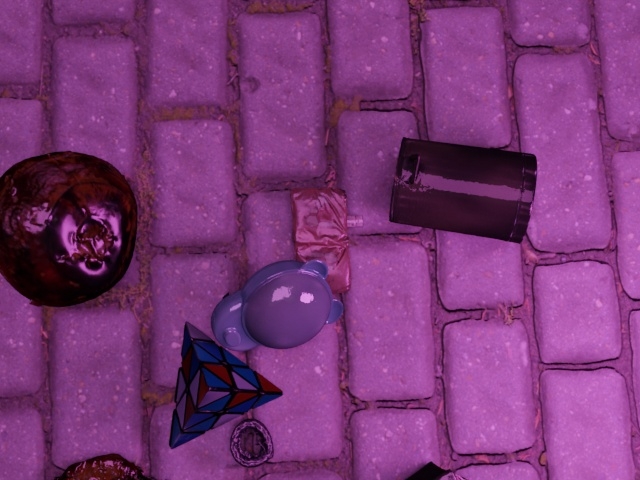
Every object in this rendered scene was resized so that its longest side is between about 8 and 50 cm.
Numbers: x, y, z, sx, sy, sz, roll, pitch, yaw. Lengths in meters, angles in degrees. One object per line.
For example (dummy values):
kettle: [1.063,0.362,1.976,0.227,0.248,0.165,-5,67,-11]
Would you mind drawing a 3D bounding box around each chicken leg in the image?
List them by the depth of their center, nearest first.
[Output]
chicken leg: [-0.453,0.520,1.833,0.253,0.051,0.106,2,87,-4]

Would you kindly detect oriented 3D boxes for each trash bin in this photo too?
trash bin: [0.315,-0.113,1.888,0.301,0.252,0.203,9,77,5]

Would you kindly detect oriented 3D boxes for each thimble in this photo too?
thimble: [-0.154,0.449,1.855,0.095,0.066,0.104,-31,82,-9]

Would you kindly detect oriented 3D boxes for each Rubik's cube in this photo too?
Rubik's cube: [-0.230,0.274,1.874,0.250,0.284,0.234,-11,58,-30]

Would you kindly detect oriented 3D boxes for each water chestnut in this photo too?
water chestnut: [-0.566,-0.023,1.801,0.350,0.302,0.350,3,86,-43]

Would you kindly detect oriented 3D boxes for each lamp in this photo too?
lamp: [-0.102,0.153,1.844,0.284,0.147,0.209,-13,125,10]

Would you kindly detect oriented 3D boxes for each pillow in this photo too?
pillow: [0.000,0.000,1.933,0.135,0.049,0.248,-4,90,-3]

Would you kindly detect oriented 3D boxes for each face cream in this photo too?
face cream: [0.042,-0.045,1.963,0.115,0.020,0.038,-1,82,-3]

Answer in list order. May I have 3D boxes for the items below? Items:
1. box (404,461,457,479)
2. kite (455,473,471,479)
box: [0.185,0.669,1.766,0.345,0.204,0.251,-32,84,-6]
kite: [0.340,0.598,1.891,0.139,0.011,0.156,-23,83,-4]
